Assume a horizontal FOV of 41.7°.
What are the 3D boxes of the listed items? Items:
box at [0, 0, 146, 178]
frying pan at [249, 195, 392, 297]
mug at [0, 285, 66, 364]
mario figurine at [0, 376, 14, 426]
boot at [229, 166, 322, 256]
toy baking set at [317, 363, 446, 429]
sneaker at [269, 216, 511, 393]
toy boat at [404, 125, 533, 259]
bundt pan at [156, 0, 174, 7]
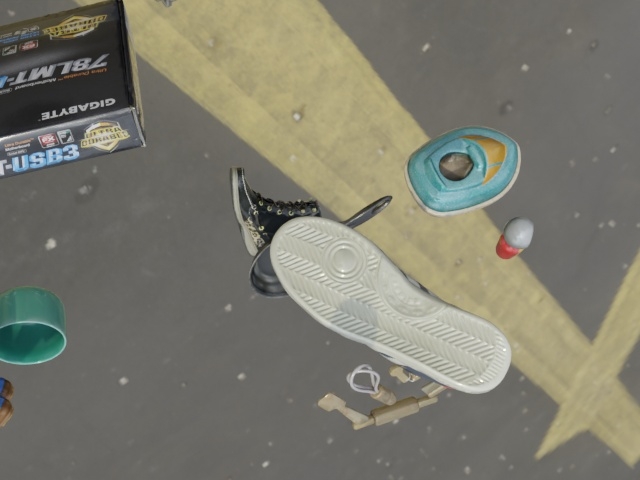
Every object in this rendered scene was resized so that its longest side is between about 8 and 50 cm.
[{"bbox_3d":[-0.396,-0.204,1.143,0.295,0.293,0.073,-14,133,-3],"label":"box"},{"bbox_3d":[-0.022,-0.004,1.706,0.197,0.053,0.326,14,123,-43],"label":"frying pan"},{"bbox_3d":[-0.519,0.138,1.448,0.157,0.097,0.129,6,137,-23],"label":"mug"},{"bbox_3d":[-0.620,0.189,1.233,0.320,0.198,0.170,45,55,-25],"label":"mario figurine"},{"bbox_3d":[-0.093,-0.075,1.789,0.178,0.085,0.236,-11,133,0],"label":"boot"},{"bbox_3d":[0.113,0.248,1.408,0.256,0.030,0.197,-18,139,-12],"label":"toy baking set"},{"bbox_3d":[0.084,0.096,1.139,0.131,0.350,0.148,-54,174,-9],"label":"sneaker"},{"bbox_3d":[0.347,-0.108,1.798,0.267,0.318,0.148,-28,165,-12],"label":"toy boat"},{"bbox_3d":[-0.233,-0.520,1.219,0.124,0.331,0.331,-29,142,-19],"label":"bundt pan"}]
